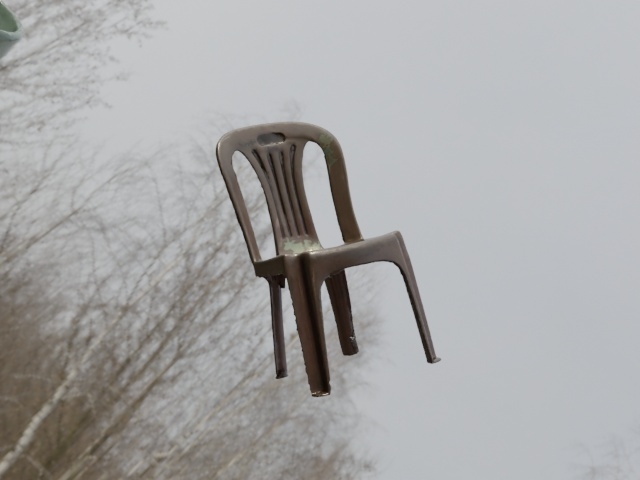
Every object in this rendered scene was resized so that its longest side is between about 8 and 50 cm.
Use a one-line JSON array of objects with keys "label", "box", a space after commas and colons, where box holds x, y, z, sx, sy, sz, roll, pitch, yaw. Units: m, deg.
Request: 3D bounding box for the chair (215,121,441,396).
[{"label": "chair", "box": [0.000, 0.000, 0.896, 0.183, 0.176, 0.326, -11, -89, 63]}]

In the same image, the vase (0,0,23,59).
[{"label": "vase", "box": [-0.263, -0.055, 0.403, 0.096, 0.219, 0.096, 39, 11, -9]}]
